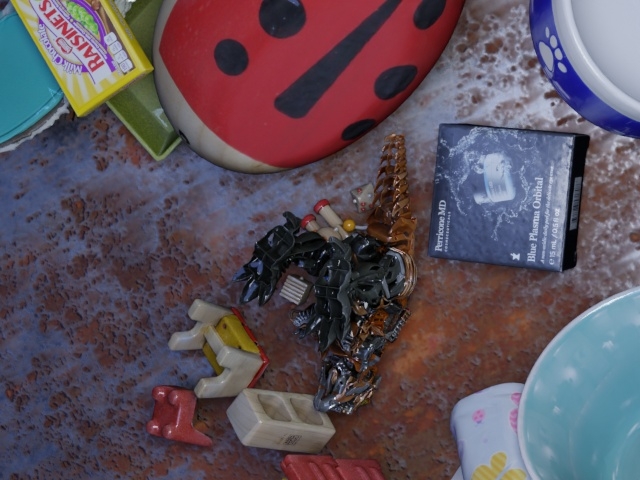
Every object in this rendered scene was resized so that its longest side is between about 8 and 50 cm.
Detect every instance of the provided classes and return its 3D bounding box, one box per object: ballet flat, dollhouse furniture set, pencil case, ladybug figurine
[{"bbox_3d":[-0.285,-0.262,1.909,0.147,0.147,0.409,45,108,11],"label":"ballet flat"},{"bbox_3d":[-0.066,0.271,1.898,0.201,0.152,0.374,-55,46,23],"label":"dollhouse furniture set"},{"bbox_3d":[0.217,0.290,1.764,0.113,0.124,0.273,-24,45,18],"label":"pencil case"},{"bbox_3d":[-0.009,-0.228,1.773,0.305,0.162,0.449,25,127,-25],"label":"ladybug figurine"}]

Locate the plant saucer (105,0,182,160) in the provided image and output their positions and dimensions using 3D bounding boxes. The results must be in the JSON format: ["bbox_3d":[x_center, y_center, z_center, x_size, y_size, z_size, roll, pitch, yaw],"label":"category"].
[{"bbox_3d":[-0.188,-0.226,1.972,0.188,0.045,0.188,-44,80,15],"label":"plant saucer"}]

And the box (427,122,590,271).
[{"bbox_3d":[0.213,-0.050,1.827,0.158,0.093,0.156,6,95,19],"label":"box"}]

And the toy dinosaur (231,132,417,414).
[{"bbox_3d":[0.033,0.041,1.834,0.164,0.218,0.322,-1,89,41],"label":"toy dinosaur"}]

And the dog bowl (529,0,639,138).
[{"bbox_3d":[0.358,-0.242,1.696,0.265,0.104,0.265,2,82,-14],"label":"dog bowl"}]

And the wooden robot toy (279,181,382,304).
[{"bbox_3d":[0.000,0.000,1.906,0.076,0.079,0.173,44,104,11],"label":"wooden robot toy"}]

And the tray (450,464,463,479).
[{"bbox_3d":[0.254,0.349,1.816,0.270,0.145,0.030,30,139,14],"label":"tray"}]

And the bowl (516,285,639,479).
[{"bbox_3d":[0.383,0.212,1.711,0.311,0.163,0.311,-18,44,18],"label":"bowl"}]

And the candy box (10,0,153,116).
[{"bbox_3d":[-0.284,-0.254,1.826,0.105,0.027,0.206,-32,88,23],"label":"candy box"}]
